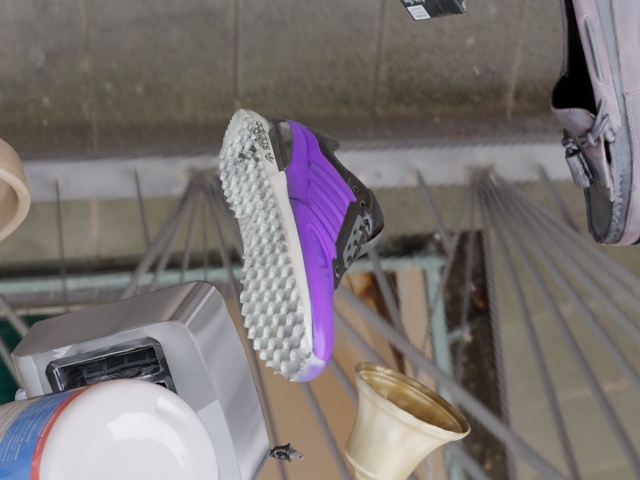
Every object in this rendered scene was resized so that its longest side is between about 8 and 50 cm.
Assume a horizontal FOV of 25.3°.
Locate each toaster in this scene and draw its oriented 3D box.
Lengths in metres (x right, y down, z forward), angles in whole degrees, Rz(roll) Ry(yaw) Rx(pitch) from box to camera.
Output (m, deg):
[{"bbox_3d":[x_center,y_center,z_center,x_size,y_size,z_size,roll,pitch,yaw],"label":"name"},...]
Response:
[{"bbox_3d":[-0.131,0.133,1.114,0.185,0.110,0.168,-14,103,12],"label":"toaster"}]

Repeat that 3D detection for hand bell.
[{"bbox_3d":[0.032,0.252,1.387,0.126,0.126,0.242,24,102,-28],"label":"hand bell"}]

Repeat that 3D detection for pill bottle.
[{"bbox_3d":[-0.175,0.163,0.930,0.124,0.124,0.221,29,151,-30],"label":"pill bottle"}]

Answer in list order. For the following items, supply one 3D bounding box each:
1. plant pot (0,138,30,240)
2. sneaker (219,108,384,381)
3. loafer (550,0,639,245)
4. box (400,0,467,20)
[{"bbox_3d":[-0.328,-0.051,0.985,0.237,0.110,0.237,-16,162,-5],"label":"plant pot"},{"bbox_3d":[0.000,-0.001,1.359,0.146,0.293,0.102,7,142,-27],"label":"sneaker"},{"bbox_3d":[0.206,-0.132,1.089,0.095,0.109,0.303,-10,116,-13],"label":"loafer"},{"bbox_3d":[0.098,-0.242,1.232,0.052,0.083,0.062,-3,149,31],"label":"box"}]
